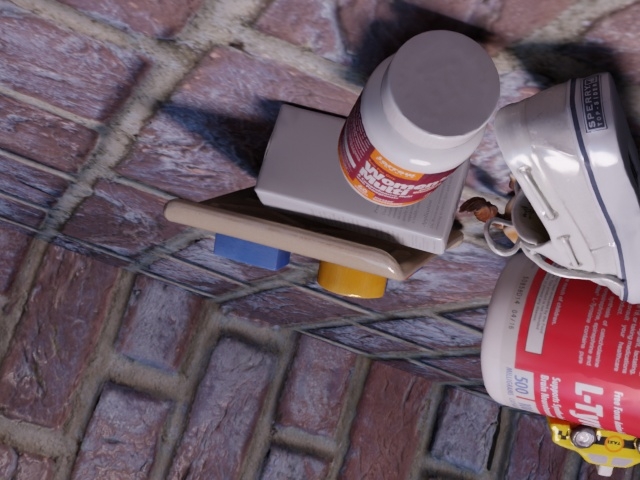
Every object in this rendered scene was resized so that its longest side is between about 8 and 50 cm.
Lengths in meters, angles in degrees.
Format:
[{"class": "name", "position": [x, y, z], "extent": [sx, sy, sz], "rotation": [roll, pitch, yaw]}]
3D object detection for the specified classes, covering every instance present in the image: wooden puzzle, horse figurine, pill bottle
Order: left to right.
[{"class": "wooden puzzle", "position": [0.000, 0.000, 1.390], "extent": [0.322, 0.080, 0.348], "rotation": [15, -169, 19]}, {"class": "pill bottle", "position": [0.091, -0.113, 0.988], "extent": [0.121, 0.121, 0.221], "rotation": [18, 167, -4]}, {"class": "horse figurine", "position": [0.297, -0.016, 1.243], "extent": [0.263, 0.066, 0.174], "rotation": [14, 160, 4]}, {"class": "pill bottle", "position": [0.444, 0.153, 1.382], "extent": [0.408, 0.229, 0.229], "rotation": [10, 165, 29]}]

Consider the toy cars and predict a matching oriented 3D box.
[{"class": "toy cars", "position": [0.497, 0.277, 1.547], "extent": [0.394, 0.087, 0.176], "rotation": [-9, -155, -36]}]

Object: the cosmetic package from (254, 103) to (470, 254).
[{"class": "cosmetic package", "position": [0.051, -0.072, 1.217], "extent": [0.231, 0.117, 0.085], "rotation": [16, 168, 11]}]

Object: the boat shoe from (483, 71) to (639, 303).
[{"class": "boat shoe", "position": [0.244, -0.029, 1.027], "extent": [0.157, 0.135, 0.367], "rotation": [-9, 154, 21]}]
